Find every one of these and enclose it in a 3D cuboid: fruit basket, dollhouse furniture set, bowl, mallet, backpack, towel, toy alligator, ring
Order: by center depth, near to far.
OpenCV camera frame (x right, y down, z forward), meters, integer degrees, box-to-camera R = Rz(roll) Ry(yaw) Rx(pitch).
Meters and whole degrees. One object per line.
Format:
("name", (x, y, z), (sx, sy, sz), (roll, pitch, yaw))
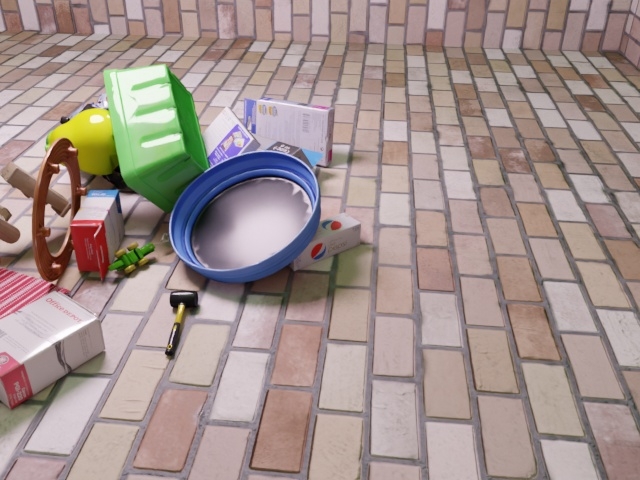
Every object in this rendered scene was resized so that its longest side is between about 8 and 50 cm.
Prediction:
("mallet", (-0.300, 0.176, 1.392), (0.062, 0.039, 0.190), (-6, 36, -4))
("towel", (-0.740, 0.132, 1.455), (0.274, 0.031, 0.199), (14, 32, 17))
("ring", (-0.600, -0.070, 1.497), (0.032, 0.337, 0.337), (5, 31, -6))
("toy alligator", (-0.454, 0.035, 1.601), (0.051, 0.056, 0.189), (-27, 6, 46))
("dollhouse furniture set", (-0.771, -0.048, 1.605), (0.242, 0.161, 0.212), (-55, 37, -7))
("bowl", (-0.184, -0.061, 1.605), (0.390, 0.077, 0.391), (-9, 49, 11))
("fruit basket", (-0.521, -0.263, 1.734), (0.391, 0.283, 0.393), (-5, 71, 15))
("backpack", (-0.652, -0.317, 1.955), (0.263, 0.276, 0.213), (7, 56, 55))

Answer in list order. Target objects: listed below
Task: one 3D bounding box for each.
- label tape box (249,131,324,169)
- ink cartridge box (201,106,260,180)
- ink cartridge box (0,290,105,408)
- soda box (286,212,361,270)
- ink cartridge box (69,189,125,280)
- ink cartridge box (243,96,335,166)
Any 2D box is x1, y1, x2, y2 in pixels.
("label tape box", (-0.186, -0.239, 1.935), (0.249, 0.115, 0.348), (21, 49, 30))
("ink cartridge box", (-0.285, -0.249, 1.810), (0.208, 0.045, 0.206), (-45, 47, 8))
("ink cartridge box", (-0.567, 0.208, 1.276), (0.158, 0.092, 0.217), (22, 40, 31))
("soda box", (0.000, 0.000, 1.644), (0.216, 0.069, 0.074), (-20, 38, -31))
("ink cartridge box", (-0.556, -0.016, 1.597), (0.077, 0.134, 0.231), (1, 31, -2))
("ink cartridge box", (-0.108, -0.364, 2.117), (0.310, 0.186, 0.065), (12, 26, 17))
